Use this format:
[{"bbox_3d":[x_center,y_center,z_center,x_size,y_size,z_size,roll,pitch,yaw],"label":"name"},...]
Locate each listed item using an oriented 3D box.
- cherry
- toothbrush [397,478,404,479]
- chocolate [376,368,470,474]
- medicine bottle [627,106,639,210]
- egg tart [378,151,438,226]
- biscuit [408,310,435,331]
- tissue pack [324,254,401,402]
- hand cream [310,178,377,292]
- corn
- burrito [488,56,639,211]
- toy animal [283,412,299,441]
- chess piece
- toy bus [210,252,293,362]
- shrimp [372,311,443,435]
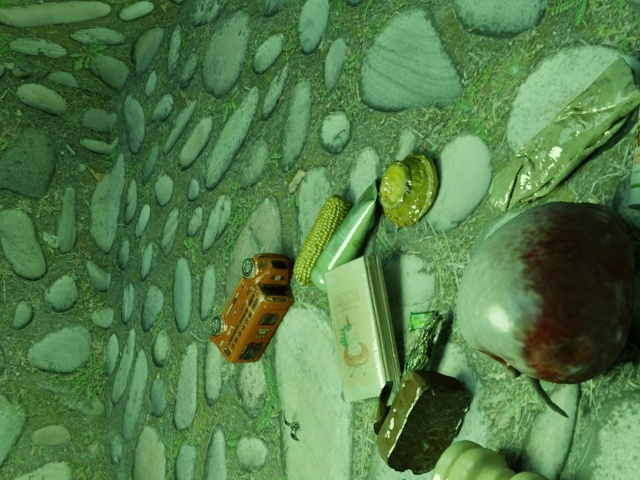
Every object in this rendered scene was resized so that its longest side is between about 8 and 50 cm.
[{"bbox_3d":[0.396,0.097,1.508,0.326,0.291,0.335,-41,28,56],"label":"cherry"},{"bbox_3d":[0.128,0.586,1.967,0.204,0.022,0.017,-41,50,39],"label":"toothbrush"},{"bbox_3d":[0.209,0.379,1.800,0.214,0.148,0.093,-65,29,15],"label":"chocolate"},{"bbox_3d":[0.580,-0.143,1.465,0.086,0.086,0.183,0,79,56],"label":"medicine bottle"},{"bbox_3d":[0.200,-0.123,2.048,0.191,0.074,0.191,-20,65,53],"label":"egg tart"},{"bbox_3d":[0.233,0.182,1.943,0.089,0.016,0.046,-13,70,55],"label":"biscuit"},{"bbox_3d":[0.099,0.211,2.036,0.170,0.071,0.326,-25,71,52],"label":"tissue pack"},{"bbox_3d":[0.071,-0.009,2.182,0.147,0.093,0.306,-84,19,-70],"label":"hand cream"},{"bbox_3d":[0.005,0.002,2.283,0.091,0.091,0.260,-53,-14,-75],"label":"corn"},{"bbox_3d":[0.466,-0.182,1.657,0.392,0.076,0.117,-47,44,37],"label":"burrito"},{"bbox_3d":[-0.074,0.494,2.289,0.028,0.050,0.084,-24,92,24],"label":"toy animal"},{"bbox_3d":[0.354,0.480,1.547,0.299,0.167,0.167,7,86,53],"label":"chess piece"},{"bbox_3d":[-0.183,0.194,2.463,0.153,0.143,0.329,51,121,39],"label":"toy bus"},{"bbox_3d":[0.184,0.294,1.850,0.058,0.169,0.296,23,101,30],"label":"shrimp"}]
